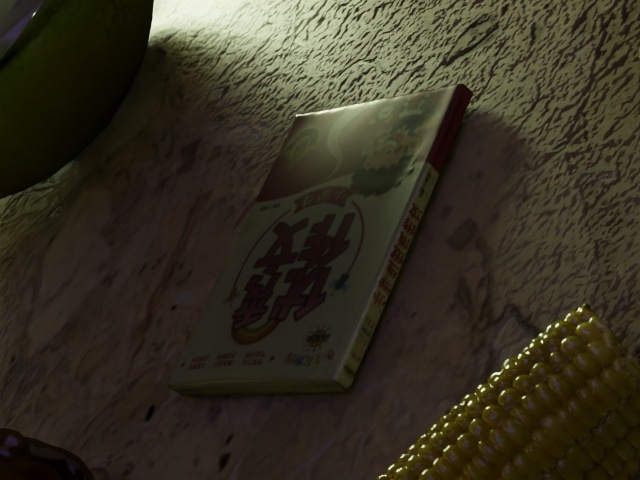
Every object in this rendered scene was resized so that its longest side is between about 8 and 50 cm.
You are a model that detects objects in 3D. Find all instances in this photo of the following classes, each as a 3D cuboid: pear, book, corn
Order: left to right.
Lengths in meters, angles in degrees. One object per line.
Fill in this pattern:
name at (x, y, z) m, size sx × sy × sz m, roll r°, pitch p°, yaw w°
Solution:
pear at (-0.275, -0.174, 1.548) m, size 0.399 × 0.165 × 0.399 m, roll -26°, pitch 42°, yaw 26°
book at (0.000, 0.000, 1.182) m, size 0.162 × 0.022 × 0.232 m, roll -7°, pitch 49°, yaw 47°
corn at (0.070, 0.139, 0.879) m, size 0.244 × 0.093 × 0.093 m, roll -48°, pitch 32°, yaw 0°

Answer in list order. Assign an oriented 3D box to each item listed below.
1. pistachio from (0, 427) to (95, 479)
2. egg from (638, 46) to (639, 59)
pistachio at (-0.211, 0.199, 1.119) m, size 0.165 × 0.130 × 0.210 m, roll -36°, pitch 42°, yaw 12°
egg at (0.249, -0.068, 0.801) m, size 0.233 × 0.195 × 0.195 m, roll 29°, pitch 78°, yaw 46°
